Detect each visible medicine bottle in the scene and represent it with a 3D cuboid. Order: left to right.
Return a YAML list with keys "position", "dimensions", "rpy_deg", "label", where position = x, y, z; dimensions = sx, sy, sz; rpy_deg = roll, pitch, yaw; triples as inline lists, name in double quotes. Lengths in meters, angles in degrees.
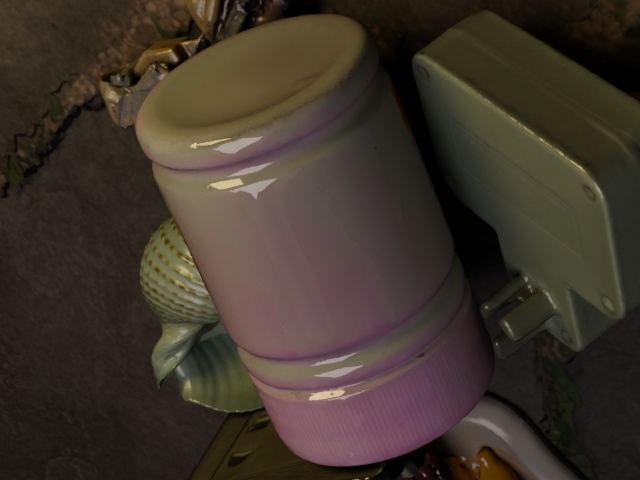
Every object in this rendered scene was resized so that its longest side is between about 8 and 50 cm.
- position: [0.000, 0.000, 1.551]
  dimensions: [0.202, 0.202, 0.316]
  rpy_deg: [-5, 122, 30]
  label: "medicine bottle"

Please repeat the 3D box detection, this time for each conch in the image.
- position: [-0.084, 0.052, 1.756]
  dimensions: [0.172, 0.131, 0.200]
  rpy_deg: [28, 139, 3]
  label: "conch"

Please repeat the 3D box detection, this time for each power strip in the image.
- position: [0.010, 0.173, 1.718]
  dimensions: [0.257, 0.251, 0.092]
  rpy_deg: [-20, 119, 36]
  label: "power strip"
- position: [0.171, -0.019, 1.511]
  dimensions: [0.229, 0.141, 0.261]
  rpy_deg: [40, 159, 39]
  label: "power strip"

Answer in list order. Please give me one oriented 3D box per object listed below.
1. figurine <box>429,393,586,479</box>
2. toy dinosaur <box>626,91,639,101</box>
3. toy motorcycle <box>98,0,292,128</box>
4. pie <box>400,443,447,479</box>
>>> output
- position: [0.155, 0.279, 1.802]
  dimensions: [0.166, 0.141, 0.250]
  rpy_deg: [-18, 115, 38]
  label: "figurine"
- position: [0.329, -0.103, 1.474]
  dimensions: [0.279, 0.055, 0.101]
  rpy_deg: [8, 147, 23]
  label: "toy dinosaur"
- position: [-0.112, -0.155, 1.636]
  dimensions: [0.129, 0.094, 0.229]
  rpy_deg: [31, 123, 8]
  label: "toy motorcycle"
- position: [0.040, 0.249, 1.837]
  dimensions: [0.218, 0.054, 0.204]
  rpy_deg: [-3, 96, 49]
  label: "pie"
